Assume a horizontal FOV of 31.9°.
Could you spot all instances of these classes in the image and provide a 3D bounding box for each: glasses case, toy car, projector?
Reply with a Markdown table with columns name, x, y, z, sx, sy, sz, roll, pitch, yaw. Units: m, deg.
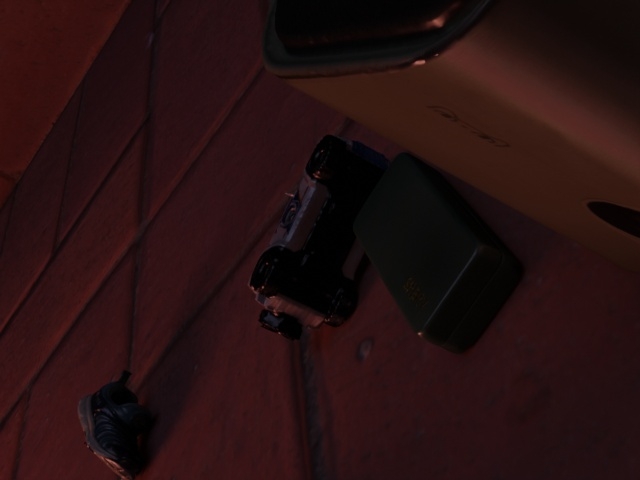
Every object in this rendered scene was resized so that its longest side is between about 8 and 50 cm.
| name | x | y | z | sx | sy | sz | roll | pitch | yaw |
| --- | --- | --- | --- | --- | --- | --- | --- | --- | --- |
| glasses case | 0.077 | 0.003 | 0.800 | 0.077 | 0.039 | 0.184 | -57 | 24 | 14 |
| toy car | 0.000 | 0.000 | 0.917 | 0.170 | 0.080 | 0.070 | -64 | 21 | -1 |
| projector | 0.152 | -0.135 | 0.530 | 0.248 | 0.249 | 0.248 | -66 | 23 | -4 |

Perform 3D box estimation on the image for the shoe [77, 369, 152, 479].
| name | x | y | z | sx | sy | sz | roll | pitch | yaw |
| --- | --- | --- | --- | --- | --- | --- | --- | --- | --- |
| shoe | -0.209 | 0.197 | 1.175 | 0.071 | 0.064 | 0.143 | -42 | 31 | 2 |
